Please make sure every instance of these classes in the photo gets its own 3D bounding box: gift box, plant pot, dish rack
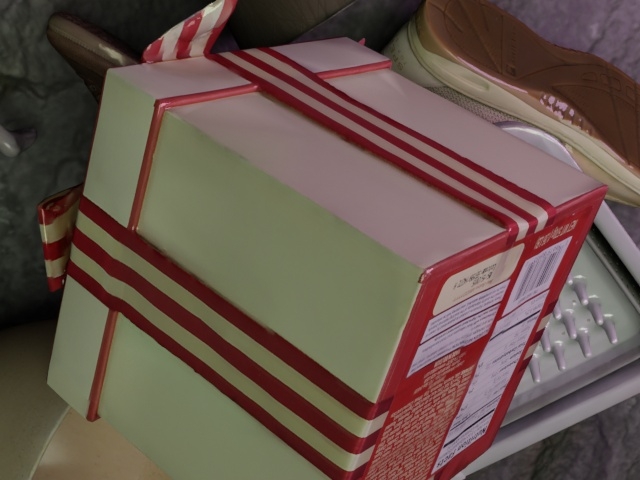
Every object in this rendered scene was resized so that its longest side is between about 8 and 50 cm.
[{"bbox_3d":[0.000,0.000,0.666,0.255,0.258,0.276,-15,131,-53],"label":"gift box"},{"bbox_3d":[-0.229,0.181,0.824,0.191,0.284,0.284,14,111,22],"label":"plant pot"},{"bbox_3d":[0.106,0.062,0.892,0.333,0.072,0.285,-31,114,23],"label":"dish rack"}]

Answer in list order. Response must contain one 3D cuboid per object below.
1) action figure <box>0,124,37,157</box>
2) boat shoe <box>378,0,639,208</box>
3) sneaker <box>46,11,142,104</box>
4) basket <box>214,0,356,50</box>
[{"bbox_3d":[-0.311,-0.169,0.705,0.341,0.178,0.330,-25,122,-2],"label":"action figure"},{"bbox_3d":[0.184,-0.098,0.885,0.302,0.109,0.098,25,142,-21],"label":"boat shoe"},{"bbox_3d":[-0.139,-0.099,0.819,0.188,0.066,0.071,33,99,-23],"label":"sneaker"},{"bbox_3d":[-0.041,-0.272,0.736,0.204,0.154,0.227,-29,110,25],"label":"basket"}]
